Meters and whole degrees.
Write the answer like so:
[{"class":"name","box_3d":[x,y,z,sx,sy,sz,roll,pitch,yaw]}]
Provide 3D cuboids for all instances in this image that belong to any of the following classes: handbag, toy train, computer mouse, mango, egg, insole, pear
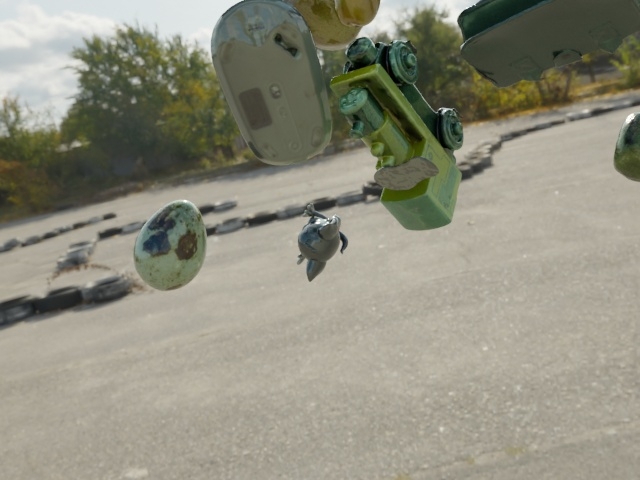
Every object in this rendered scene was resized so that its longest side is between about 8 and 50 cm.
[{"class":"handbag","box_3d":[0.458,-0.426,1.325,0.327,0.089,0.239,-20,-28,36]},{"class":"toy train","box_3d":[0.147,-0.210,1.275,0.150,0.369,0.237,-7,53,40]},{"class":"computer mouse","box_3d":[-0.091,-0.304,1.295,0.198,0.330,0.095,-12,30,7]},{"class":"mango","box_3d":[0.070,-0.516,1.306,0.092,0.194,0.130,-6,2,21]},{"class":"egg","box_3d":[-0.356,0.012,1.597,0.169,0.231,0.169,21,10,-4]},{"class":"insole","box_3d":[0.149,-0.117,1.176,0.006,0.065,0.193,-60,15,-17]},{"class":"pear","box_3d":[-0.002,-0.542,1.511,0.212,0.188,0.228,22,1,-13]}]

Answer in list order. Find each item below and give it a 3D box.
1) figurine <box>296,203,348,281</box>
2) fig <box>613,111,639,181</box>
[{"class":"figurine","box_3d":[0.005,0.002,1.931,0.140,0.193,0.265,32,18,21]},{"class":"fig","box_3d":[0.988,-0.258,1.935,0.235,0.203,0.203,19,25,29]}]
